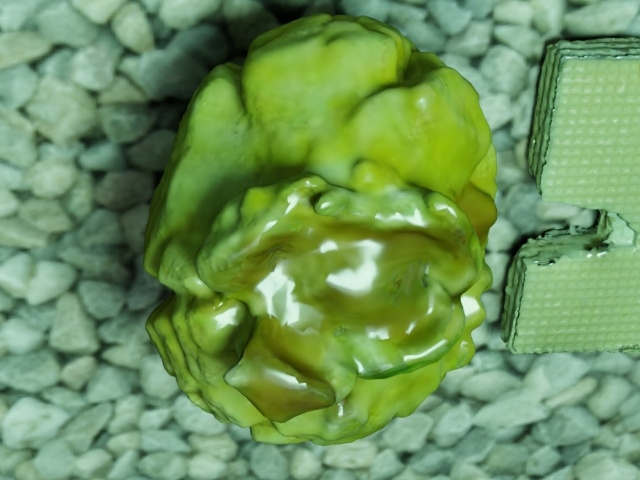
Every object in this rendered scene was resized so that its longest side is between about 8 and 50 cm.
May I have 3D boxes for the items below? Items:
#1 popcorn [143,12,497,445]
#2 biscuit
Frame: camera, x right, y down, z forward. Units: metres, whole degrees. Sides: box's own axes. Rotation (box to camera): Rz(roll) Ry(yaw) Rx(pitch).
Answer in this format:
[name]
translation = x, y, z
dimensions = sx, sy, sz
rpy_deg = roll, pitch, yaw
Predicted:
[popcorn]
translation = 0.000, 0.000, 1.195
dimensions = 0.224, 0.270, 0.258
rpy_deg = 16, 153, 5
[biscuit]
translation = 0.208, -0.028, 1.343
dimensions = 0.147, 0.046, 0.250
rpy_deg = -3, 124, -12
